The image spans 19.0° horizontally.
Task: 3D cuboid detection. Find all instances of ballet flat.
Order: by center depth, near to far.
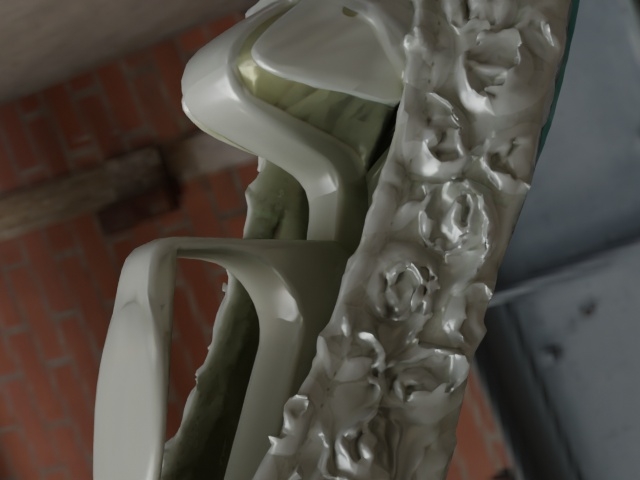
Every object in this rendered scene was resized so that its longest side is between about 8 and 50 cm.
[{"bbox_3d":[0.000,0.000,0.704,0.147,0.147,0.409,32,-116,-44],"label":"ballet flat"}]
